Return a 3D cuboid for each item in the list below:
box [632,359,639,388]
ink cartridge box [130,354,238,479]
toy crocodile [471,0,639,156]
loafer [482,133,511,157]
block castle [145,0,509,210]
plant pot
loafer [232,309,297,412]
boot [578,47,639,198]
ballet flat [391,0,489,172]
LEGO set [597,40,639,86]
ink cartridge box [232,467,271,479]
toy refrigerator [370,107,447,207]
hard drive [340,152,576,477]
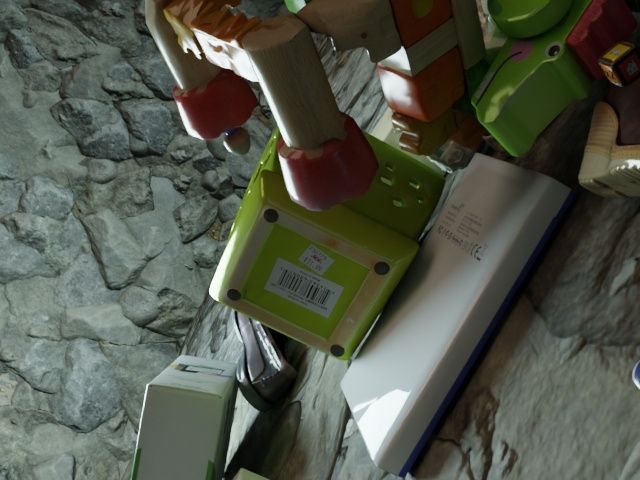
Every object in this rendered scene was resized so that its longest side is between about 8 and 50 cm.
[{"bbox_3d":[0.247,0.079,0.371,0.136,0.037,0.225,-58,14,17],"label":"box"},{"bbox_3d":[-0.207,0.306,1.224,0.278,0.117,0.201,-135,54,-90],"label":"ink cartridge box"},{"bbox_3d":[0.241,-0.221,0.637,0.105,0.115,0.340,31,84,46],"label":"toy crocodile"},{"bbox_3d":[0.230,-0.143,0.856,0.125,0.039,0.045,-51,17,41],"label":"loafer"},{"bbox_3d":[0.081,-0.235,0.786,0.453,0.212,0.303,-38,41,-16],"label":"block castle"},{"bbox_3d":[0.000,0.000,0.951,0.227,0.228,0.207,-62,4,33],"label":"plant pot"},{"bbox_3d":[-0.087,0.172,1.344,0.095,0.109,0.302,-39,26,14],"label":"loafer"},{"bbox_3d":[0.275,-0.124,0.534,0.206,0.090,0.248,-63,8,3],"label":"boot"},{"bbox_3d":[0.179,-0.267,1.062,0.147,0.147,0.408,-48,20,46],"label":"ballet flat"},{"bbox_3d":[0.281,-0.152,0.438,0.182,0.060,0.244,-52,27,-21],"label":"LEGO set"},{"bbox_3d":[-0.109,0.409,0.993,0.115,0.067,0.198,-57,13,23],"label":"ink cartridge box"},{"bbox_3d":[0.074,-0.054,1.134,0.269,0.102,0.094,-56,15,26],"label":"toy refrigerator"},{"bbox_3d":[0.131,0.064,0.823,0.318,0.040,0.210,-61,13,7],"label":"hard drive"}]
